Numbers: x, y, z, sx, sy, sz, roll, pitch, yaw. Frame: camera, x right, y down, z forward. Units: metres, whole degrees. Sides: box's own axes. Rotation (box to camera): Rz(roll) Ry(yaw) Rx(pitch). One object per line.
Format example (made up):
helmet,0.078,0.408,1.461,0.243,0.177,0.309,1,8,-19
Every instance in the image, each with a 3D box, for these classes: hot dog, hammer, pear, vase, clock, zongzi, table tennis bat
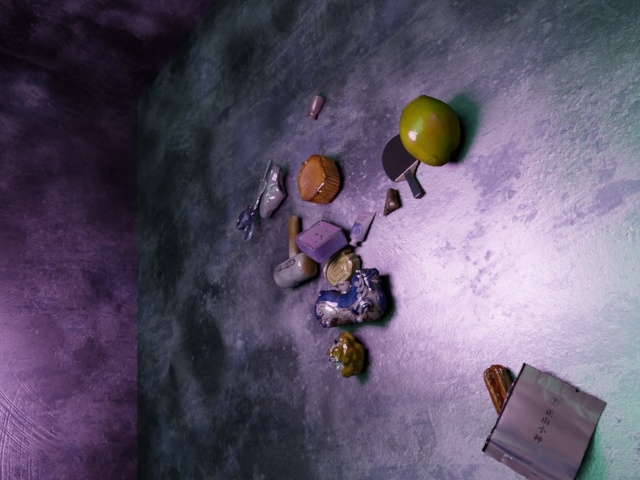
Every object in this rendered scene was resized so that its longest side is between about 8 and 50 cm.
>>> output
hot dog,0.487,0.409,1.278,0.071,0.045,0.165,-39,54,37
hammer,-0.109,0.034,1.976,0.201,0.113,0.306,-26,57,38
pear,0.350,-0.339,1.519,0.187,0.187,0.220,-41,67,33
vase,-0.023,-0.571,2.061,0.053,0.053,0.101,38,114,45
clock,-0.001,0.000,1.798,0.144,0.073,0.193,-34,23,-12
zongzi,0.240,-0.135,1.689,0.083,0.040,0.076,134,139,-53
table tennis bat,0.293,-0.255,1.667,0.154,0.021,0.274,-42,51,33

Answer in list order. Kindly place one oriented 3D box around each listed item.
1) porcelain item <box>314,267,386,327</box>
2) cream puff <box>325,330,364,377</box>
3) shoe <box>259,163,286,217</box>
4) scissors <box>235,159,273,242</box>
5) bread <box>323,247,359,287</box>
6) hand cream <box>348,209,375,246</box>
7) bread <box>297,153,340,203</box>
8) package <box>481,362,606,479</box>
porcelain item,0.096,0.205,1.673,0.288,0.138,0.186,-18,74,41
cream puff,0.091,0.398,1.665,0.121,0.156,0.156,-36,41,-18
shoe,-0.198,-0.212,2.141,0.100,0.103,0.251,18,108,12
scissors,-0.301,-0.194,2.254,0.384,0.029,0.256,-66,27,10
bread,0.083,0.104,1.775,0.156,0.064,0.118,-45,55,29
hand cream,0.143,-0.046,1.762,0.084,0.053,0.142,16,83,48
bread,-0.004,-0.241,1.924,0.199,0.104,0.199,-18,67,49
package,0.539,0.457,1.172,0.203,0.062,0.251,26,83,30
